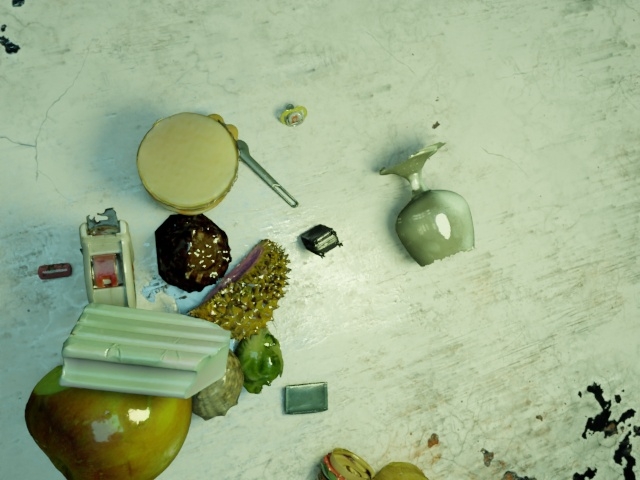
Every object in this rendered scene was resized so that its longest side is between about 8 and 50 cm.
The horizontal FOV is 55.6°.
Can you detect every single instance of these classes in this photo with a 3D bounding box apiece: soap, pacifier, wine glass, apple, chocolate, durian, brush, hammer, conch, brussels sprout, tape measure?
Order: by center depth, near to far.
[{"bbox_3d":[-0.384,0.251,1.380,0.346,0.208,0.115,8,112,-9],"label":"soap"},{"bbox_3d":[-0.513,0.424,1.499,0.384,0.374,0.374,29,76,29],"label":"apple"},{"bbox_3d":[-0.535,0.065,1.530,0.130,0.258,0.265,-5,87,-17],"label":"tape measure"},{"bbox_3d":[-0.700,0.080,1.600,0.083,0.043,0.043,-7,88,-13],"label":"hammer"},{"bbox_3d":[-0.291,0.341,1.616,0.159,0.210,0.291,-14,131,-35],"label":"conch"},{"bbox_3d":[-0.334,0.031,1.630,0.206,0.177,0.224,-5,89,-15],"label":"chocolate"},{"bbox_3d":[-0.180,0.140,1.665,0.191,0.112,0.341,45,58,-1],"label":"durian"},{"bbox_3d":[-0.175,0.328,1.695,0.139,0.100,0.181,-4,92,0],"label":"brussels sprout"},{"bbox_3d":[-0.165,-0.189,1.771,0.266,0.027,0.062,44,77,-12],"label":"brush"},{"bbox_3d":[0.320,-0.096,1.786,0.238,0.238,0.323,-22,88,-15],"label":"wine glass"},{"bbox_3d":[-0.081,-0.375,1.795,0.083,0.068,0.064,-20,57,-1],"label":"pacifier"}]

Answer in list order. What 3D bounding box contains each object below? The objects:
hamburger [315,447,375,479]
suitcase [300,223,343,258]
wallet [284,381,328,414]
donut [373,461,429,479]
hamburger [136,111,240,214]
[{"bbox_3d":[0.063,0.680,1.699,0.175,0.175,0.137,28,92,-11],"label":"hamburger"},{"bbox_3d":[0.000,0.000,1.746,0.086,0.126,0.059,-31,110,-14],"label":"suitcase"},{"bbox_3d":[-0.041,0.455,1.752,0.129,0.026,0.088,-1,90,-16],"label":"wallet"},{"bbox_3d":[0.251,0.772,1.754,0.208,0.128,0.261,-39,98,-15],"label":"donut"},{"bbox_3d":[-0.344,-0.219,1.639,0.261,0.186,0.303,25,86,-8],"label":"hamburger"}]
